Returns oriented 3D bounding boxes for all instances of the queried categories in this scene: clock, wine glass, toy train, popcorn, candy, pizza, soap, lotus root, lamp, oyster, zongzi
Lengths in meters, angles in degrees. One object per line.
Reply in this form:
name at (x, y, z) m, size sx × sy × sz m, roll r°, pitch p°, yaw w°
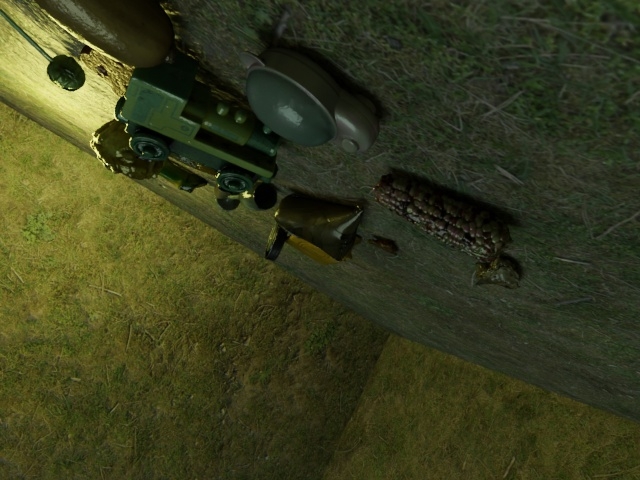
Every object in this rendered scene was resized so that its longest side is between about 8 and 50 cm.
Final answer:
clock at (-0.161, -0.012, 1.857) m, size 0.040 × 0.185 × 0.184 m, roll 19°, pitch 171°, yaw -13°
wine glass at (-0.310, -0.191, 1.629) m, size 0.264 × 0.096 × 0.309 m, roll 38°, pitch 164°, yaw -28°
toy train at (-0.234, -0.238, 1.052) m, size 0.368 × 0.151 × 0.237 m, roll 20°, pitch 148°, yaw -25°
popcorn at (-0.645, -0.320, 1.691) m, size 0.233 × 0.192 × 0.266 m, roll 18°, pitch -155°, yaw -48°
candy at (-0.751, -0.522, 1.276) m, size 0.335 × 0.092 × 0.093 m, roll 49°, pitch -166°, yaw -43°
pizza at (0.205, 0.019, 1.521) m, size 0.099 × 0.029 × 0.100 m, roll 27°, pitch 175°, yaw -42°
soap at (0.000, 0.000, 1.735) m, size 0.204 × 0.096 × 0.324 m, roll 30°, pitch 169°, yaw -9°
lotus root at (-0.356, -0.377, 0.781) m, size 0.146 × 0.131 × 0.303 m, roll 14°, pitch 162°, yaw 47°
lamp at (-0.023, -0.210, 0.808) m, size 0.245 × 0.108 × 0.179 m, roll 28°, pitch 173°, yaw 0°
oyster at (0.420, 0.078, 1.183) m, size 0.105 × 0.056 × 0.177 m, roll 8°, pitch 161°, yaw 28°
zongzi at (-0.010, -0.078, 1.385) m, size 0.260 × 0.123 × 0.289 m, roll 29°, pitch 160°, yaw 10°

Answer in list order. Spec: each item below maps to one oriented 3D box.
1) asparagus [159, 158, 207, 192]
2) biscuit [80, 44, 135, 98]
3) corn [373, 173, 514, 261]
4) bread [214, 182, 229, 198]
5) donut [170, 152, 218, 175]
asparagus at (-0.621, -0.286, 1.993) m, size 0.342 × 0.085 × 0.082 m, roll 27°, pitch -167°, yaw -8°
biscuit at (-0.411, -0.355, 1.153) m, size 0.283 × 0.043 × 0.306 m, roll 16°, pitch 154°, yaw 29°
corn at (0.237, -0.049, 0.973) m, size 0.280 × 0.092 × 0.092 m, roll 29°, pitch 170°, yaw 16°
bread at (-0.243, -0.181, 1.433) m, size 0.060 × 0.139 × 0.178 m, roll 56°, pitch 163°, yaw -7°
donut at (-0.368, -0.267, 1.396) m, size 0.272 × 0.107 × 0.272 m, roll 28°, pitch 171°, yaw 5°
